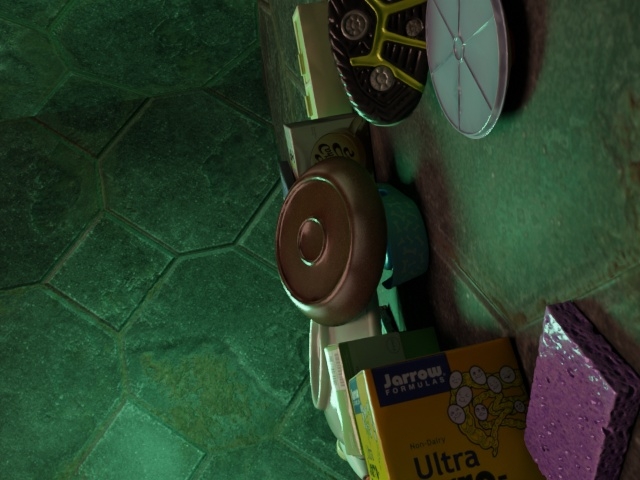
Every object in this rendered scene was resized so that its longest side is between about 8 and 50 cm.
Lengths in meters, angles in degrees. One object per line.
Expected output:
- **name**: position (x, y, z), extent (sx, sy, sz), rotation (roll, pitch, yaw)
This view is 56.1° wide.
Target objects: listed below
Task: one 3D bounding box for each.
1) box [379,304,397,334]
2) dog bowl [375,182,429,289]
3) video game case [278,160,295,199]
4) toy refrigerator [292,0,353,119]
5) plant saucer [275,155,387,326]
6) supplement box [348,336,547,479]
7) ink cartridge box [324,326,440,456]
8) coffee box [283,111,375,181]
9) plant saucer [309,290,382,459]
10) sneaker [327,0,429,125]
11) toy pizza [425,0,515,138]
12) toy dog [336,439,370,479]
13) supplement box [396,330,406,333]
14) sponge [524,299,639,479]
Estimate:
- **box**: position (0.157, 0.232, 1.433), extent (0.137, 0.027, 0.093), rotation (87, 168, -48)
- **dog bowl**: position (0.123, -0.021, 1.123), extent (0.297, 0.074, 0.165), rotation (-123, 23, -70)
- **video game case**: position (-0.052, -0.015, 1.355), extent (0.196, 0.026, 0.274), rotation (-111, 13, -51)
- **toy refrigerator**: position (0.001, -0.400, 1.390), extent (0.102, 0.094, 0.269), rotation (-144, 43, -79)
- **plant saucer**: position (0.000, 0.000, 1.081), extent (0.311, 0.050, 0.310), rotation (-7, 81, 53)
- **supplement box**: position (0.176, 0.327, 0.768), extent (0.195, 0.194, 0.356), rotation (100, 157, -72)
- **ink cartridge box**: position (0.131, 0.233, 0.972), extent (0.056, 0.235, 0.171), rotation (-32, 68, 57)
- **coffee box**: position (0.029, -0.119, 1.322), extent (0.119, 0.168, 0.297), rotation (-125, 25, -72)
- **plant saucer**: position (0.037, 0.224, 1.194), extent (0.400, 0.101, 0.400), rotation (-179, 90, -84)
- **sneaker**: position (0.079, -0.350, 0.844), extent (0.147, 0.145, 0.384), rotation (-8, -91, -77)
- **toy pizza**: position (0.165, -0.213, 0.660), extent (0.201, 0.032, 0.201), rotation (167, 90, -82)
- **toy dog**: position (0.163, 0.606, 1.676), extent (0.333, 0.161, 0.220), rotation (58, 161, 26)
- **supplement box**: position (0.145, 0.229, 1.296), extent (0.055, 0.083, 0.043), rotation (95, 161, -67)
- **sponge**: position (0.253, 0.177, 0.597), extent (0.117, 0.031, 0.210), rotation (-113, 14, -55)
